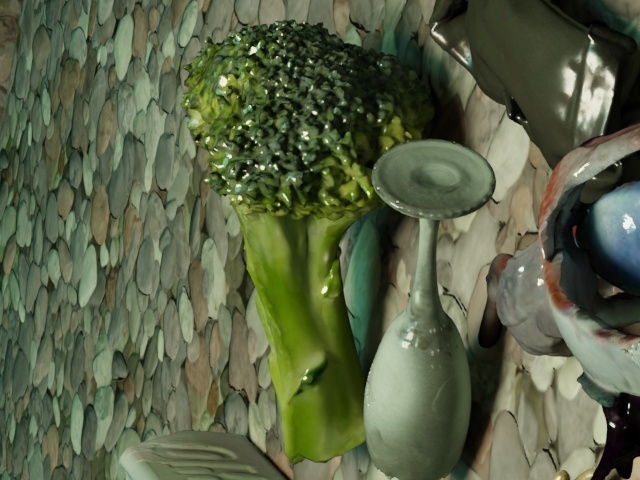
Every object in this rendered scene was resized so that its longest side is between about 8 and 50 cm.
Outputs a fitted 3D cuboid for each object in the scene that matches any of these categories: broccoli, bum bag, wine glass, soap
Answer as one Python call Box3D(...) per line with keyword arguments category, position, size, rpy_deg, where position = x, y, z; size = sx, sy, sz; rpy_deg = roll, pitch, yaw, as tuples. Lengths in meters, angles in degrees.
Box3D(category="broccoli", position=(-0.013, -0.011, 1.762), size=(0.353, 0.274, 0.397), rpy_deg=(40, -130, -63))
Box3D(category="bum bag", position=(0.176, -0.150, 1.533), size=(0.326, 0.079, 0.142), rpy_deg=(-122, 35, -49))
Box3D(category="wine glass", position=(0.018, 0.033, 1.623), size=(0.264, 0.096, 0.310), rpy_deg=(27, 137, 26))
Box3D(category="soap", position=(-0.112, 0.286, 1.999), size=(0.289, 0.172, 0.095), rpy_deg=(-145, 63, -64))

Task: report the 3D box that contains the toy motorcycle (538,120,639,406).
Box3D(category="toy motorcycle", position=(0.266, 0.020, 1.148), size=(0.241, 0.182, 0.319), rpy_deg=(-60, 21, -9))

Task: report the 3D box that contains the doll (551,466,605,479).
Box3D(category="doll", position=(0.188, 0.210, 1.467), size=(0.061, 0.051, 0.093), rpy_deg=(59, 151, 8))

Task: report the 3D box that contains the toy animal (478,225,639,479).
Box3D(category="toy animal", position=(0.180, 0.052, 1.463), size=(0.324, 0.090, 0.195), rpy_deg=(-135, 44, -63))
